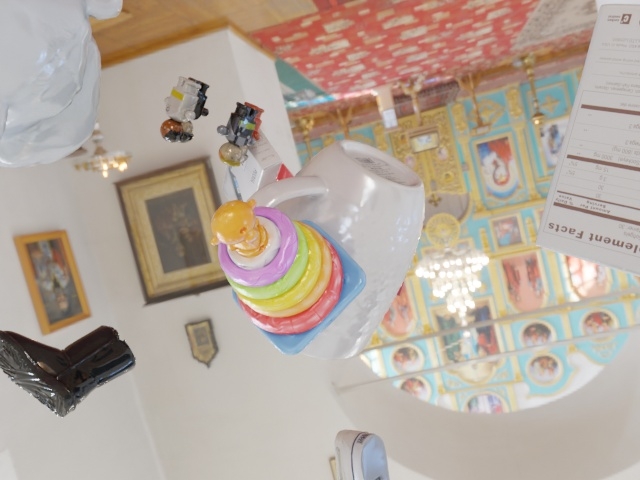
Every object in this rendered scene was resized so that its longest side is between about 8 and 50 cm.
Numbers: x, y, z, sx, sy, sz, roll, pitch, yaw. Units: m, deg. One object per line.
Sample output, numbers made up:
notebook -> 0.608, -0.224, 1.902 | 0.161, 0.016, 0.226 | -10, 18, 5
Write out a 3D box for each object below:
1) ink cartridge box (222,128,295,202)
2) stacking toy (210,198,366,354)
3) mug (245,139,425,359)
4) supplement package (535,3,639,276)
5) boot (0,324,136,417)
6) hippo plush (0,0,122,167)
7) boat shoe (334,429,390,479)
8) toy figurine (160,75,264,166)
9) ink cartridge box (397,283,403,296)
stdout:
ink cartridge box -> -0.149, -0.120, 1.463 | 0.066, 0.261, 0.296 | -29, 164, -26
stacking toy -> -0.070, 0.021, 0.733 | 0.175, 0.166, 0.302 | -45, 155, -3
mug -> 0.000, 0.000, 0.988 | 0.374, 0.328, 0.276 | 2, -146, -44
supplement package -> 0.248, -0.068, 0.421 | 0.105, 0.179, 0.105 | 20, -165, 36
boot -> -0.554, 0.246, 1.234 | 0.207, 0.246, 0.094 | -39, 161, -57
hippo plush -> -0.244, -0.175, 0.362 | 0.237, 0.234, 0.294 | 23, 159, -6
boat shoe -> 0.087, 0.647, 1.417 | 0.156, 0.367, 0.136 | -1, -168, 45
toy figurine -> -0.238, -0.252, 1.234 | 0.213, 0.148, 0.209 | 23, -167, -9
ink cartridge box -> 0.141, 0.097, 1.651 | 0.175, 0.072, 0.127 | 19, 180, -19
